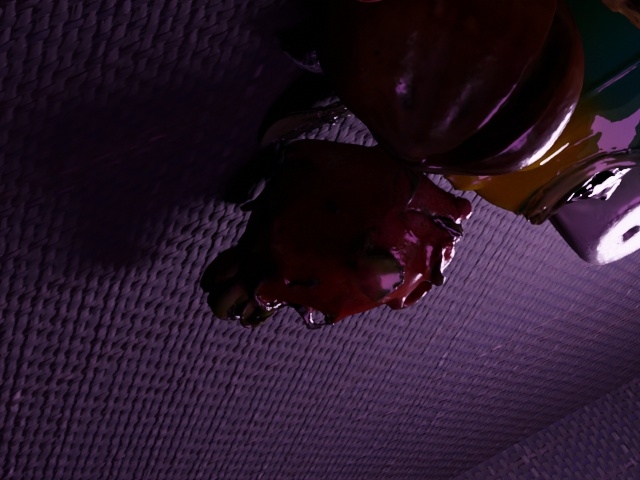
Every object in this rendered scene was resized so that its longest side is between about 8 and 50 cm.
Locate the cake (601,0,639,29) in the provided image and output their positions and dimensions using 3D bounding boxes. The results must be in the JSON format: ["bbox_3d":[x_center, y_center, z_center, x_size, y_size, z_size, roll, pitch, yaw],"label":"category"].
[{"bbox_3d":[0.305,-0.313,1.465,0.286,0.222,0.227,-54,171,8],"label":"cake"}]

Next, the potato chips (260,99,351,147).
[{"bbox_3d":[0.035,-0.132,1.749,0.209,0.026,0.142,-20,177,6],"label":"potato chips"}]

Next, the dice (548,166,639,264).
[{"bbox_3d":[0.330,-0.098,2.120,0.192,0.193,0.194,-34,159,1],"label":"dice"}]

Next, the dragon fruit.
[{"bbox_3d":[0.015,0.012,1.856,0.200,0.198,0.269,25,131,-18],"label":"dragon fruit"}]

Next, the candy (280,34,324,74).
[{"bbox_3d":[0.021,-0.170,1.674,0.175,0.045,0.043,-6,115,-57],"label":"candy"}]

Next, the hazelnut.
[{"bbox_3d":[0.099,-0.163,1.559,0.217,0.217,0.251,-42,125,17],"label":"hazelnut"}]

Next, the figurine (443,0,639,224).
[{"bbox_3d":[0.271,-0.164,1.864,0.340,0.231,0.323,-32,-173,12],"label":"figurine"}]
